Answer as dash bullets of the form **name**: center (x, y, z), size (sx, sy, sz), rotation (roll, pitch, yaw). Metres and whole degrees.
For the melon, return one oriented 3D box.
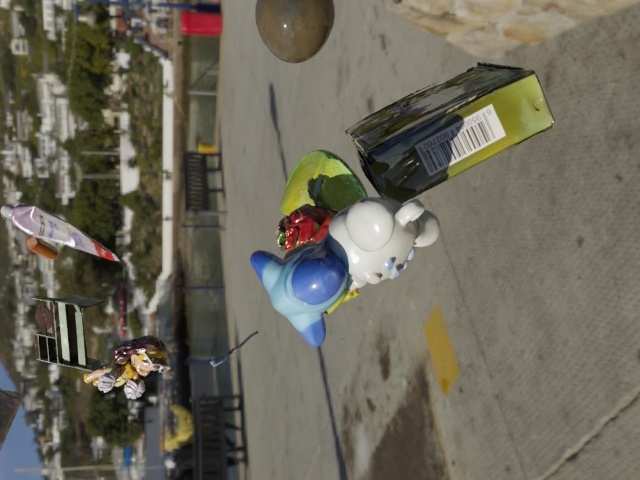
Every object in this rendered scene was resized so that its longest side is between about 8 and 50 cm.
- **melon**: center (-0.003, -0.132, 2.130), size (0.331, 0.226, 0.343), rotation (56, 173, -28)

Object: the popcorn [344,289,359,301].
- **popcorn**: center (0.048, 0.106, 2.284), size (0.200, 0.203, 0.226), rotation (51, -147, -55)

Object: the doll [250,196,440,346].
- **doll**: center (0.035, 0.050, 1.176), size (0.365, 0.376, 0.187), rotation (-35, 60, 19)

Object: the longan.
- **longan**: center (-0.052, -0.455, 1.374), size (0.189, 0.189, 0.189), rotation (180, 90, -76)

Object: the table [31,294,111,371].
- **table**: center (-0.546, 0.197, 1.487), size (0.062, 0.175, 0.146), rotation (-18, -70, -58)

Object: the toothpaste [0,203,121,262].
- **toothpaste**: center (-0.589, -0.018, 1.529), size (0.075, 0.301, 0.048), rotation (98, -163, -44)

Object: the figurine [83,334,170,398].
- **figurine**: center (-0.513, 0.337, 1.803), size (0.116, 0.240, 0.174), rotation (63, -168, 29)

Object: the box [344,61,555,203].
- **box**: center (0.260, -0.251, 1.516), size (0.138, 0.373, 0.420), rotation (62, -176, -15)

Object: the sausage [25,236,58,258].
- **sausage**: center (-0.805, 0.022, 1.971), size (0.041, 0.039, 0.131), rotation (54, 178, 19)

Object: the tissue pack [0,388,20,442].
- **tissue pack**: center (-1.054, 0.610, 2.145), size (0.256, 0.123, 0.215), rotation (-42, 27, 38)

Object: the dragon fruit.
- **dragon fruit**: center (0.000, 0.000, 1.891), size (0.192, 0.274, 0.193), rotation (-34, 43, 54)

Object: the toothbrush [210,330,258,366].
- **toothbrush**: center (-0.215, 0.272, 1.730), size (0.019, 0.193, 0.013), rotation (49, 126, 7)
